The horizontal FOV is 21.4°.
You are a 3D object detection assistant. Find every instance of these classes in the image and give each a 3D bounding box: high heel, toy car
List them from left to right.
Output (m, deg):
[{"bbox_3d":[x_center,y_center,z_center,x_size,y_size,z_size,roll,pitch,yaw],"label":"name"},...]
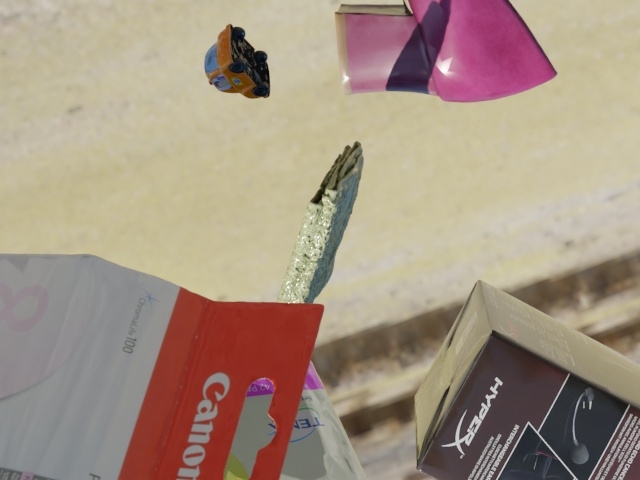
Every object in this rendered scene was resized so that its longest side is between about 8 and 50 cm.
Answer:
[{"bbox_3d":[-0.070,-0.157,1.204,0.040,0.122,0.060,-19,162,22],"label":"toy car"},{"bbox_3d":[0.097,-0.297,1.375,0.181,0.377,0.127,-2,-155,7],"label":"high heel"}]

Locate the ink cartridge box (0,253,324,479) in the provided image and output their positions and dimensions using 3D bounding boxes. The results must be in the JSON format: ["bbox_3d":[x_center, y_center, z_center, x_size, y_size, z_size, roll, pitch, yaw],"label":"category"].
[{"bbox_3d":[-0.133,0.098,1.015,0.232,0.189,0.066,-3,144,26],"label":"ink cartridge box"}]

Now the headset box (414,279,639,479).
[{"bbox_3d":[0.218,0.154,1.185,0.110,0.293,0.218,-63,-178,8],"label":"headset box"}]

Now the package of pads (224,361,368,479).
[{"bbox_3d":[-0.071,0.220,1.413,0.229,0.296,0.101,-4,140,-30],"label":"package of pads"}]

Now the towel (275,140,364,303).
[{"bbox_3d":[0.000,0.000,1.367,0.110,0.027,0.148,-57,168,-58],"label":"towel"}]
